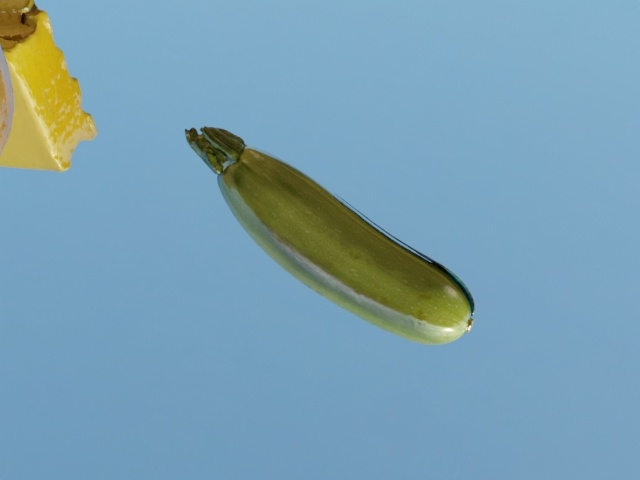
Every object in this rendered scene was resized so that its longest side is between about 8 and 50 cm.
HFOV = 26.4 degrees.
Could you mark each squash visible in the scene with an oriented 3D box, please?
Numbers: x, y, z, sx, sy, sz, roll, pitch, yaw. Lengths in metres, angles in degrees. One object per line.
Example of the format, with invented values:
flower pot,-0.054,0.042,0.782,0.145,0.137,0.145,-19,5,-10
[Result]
squash,0.000,0.000,1.338,0.341,0.094,0.094,35,-130,1

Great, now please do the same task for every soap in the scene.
soap,-0.458,-0.194,1.696,0.324,0.204,0.096,5,-137,27

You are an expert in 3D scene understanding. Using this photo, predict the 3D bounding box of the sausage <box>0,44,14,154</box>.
sausage,-0.345,-0.206,1.107,0.116,0.354,0.134,-37,-150,-14
